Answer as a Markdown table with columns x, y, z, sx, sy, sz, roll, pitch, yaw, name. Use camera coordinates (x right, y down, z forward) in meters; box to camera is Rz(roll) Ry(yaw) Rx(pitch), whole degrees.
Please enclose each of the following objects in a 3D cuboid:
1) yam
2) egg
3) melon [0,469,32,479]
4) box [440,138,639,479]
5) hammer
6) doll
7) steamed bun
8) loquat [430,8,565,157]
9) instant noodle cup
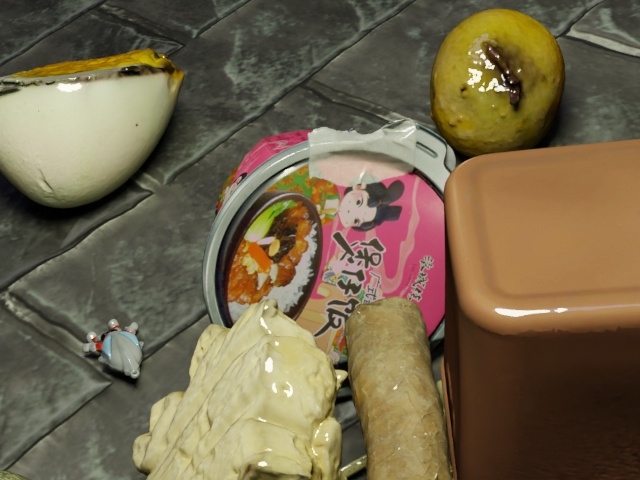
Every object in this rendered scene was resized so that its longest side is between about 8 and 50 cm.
| x | y | z | sx | sy | sz | roll | pitch | yaw | name |
| --- | --- | --- | --- | --- | --- | --- | --- | --- | --- |
| 0.067 | 0.166 | 0.969 | 0.081 | 0.081 | 0.357 | -12 | 30 | 4 | yam |
| -0.302 | -0.140 | 1.506 | 0.264 | 0.174 | 0.286 | -3 | 16 | 15 | egg |
| -0.275 | 0.319 | 0.859 | 0.248 | 0.249 | 0.329 | -1 | 48 | 18 | melon |
| 0.268 | 0.067 | 0.970 | 0.339 | 0.229 | 0.239 | -5 | 37 | 4 | box |
| 0.047 | 0.186 | 1.088 | 0.195 | 0.028 | 0.060 | -27 | 36 | -12 | hammer |
| -0.209 | 0.113 | 1.255 | 0.057 | 0.039 | 0.114 | 5 | 16 | -30 | doll |
| -0.056 | 0.202 | 0.966 | 0.295 | 0.137 | 0.292 | -24 | 43 | 58 | steamed bun |
| 0.203 | -0.175 | 1.379 | 0.149 | 0.204 | 0.172 | 11 | 88 | 14 | loquat |
| 0.000 | 0.000 | 1.178 | 0.302 | 0.258 | 0.181 | -47 | 24 | 6 | instant noodle cup |
